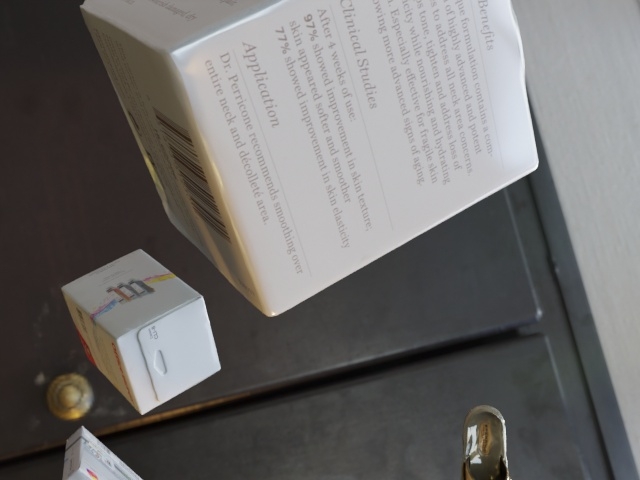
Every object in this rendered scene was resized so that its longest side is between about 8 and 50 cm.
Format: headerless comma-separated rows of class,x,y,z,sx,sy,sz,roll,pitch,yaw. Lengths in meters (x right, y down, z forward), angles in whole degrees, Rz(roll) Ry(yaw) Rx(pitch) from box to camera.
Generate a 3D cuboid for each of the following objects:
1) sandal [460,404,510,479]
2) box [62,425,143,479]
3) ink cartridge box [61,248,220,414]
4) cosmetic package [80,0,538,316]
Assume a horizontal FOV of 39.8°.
sandal,0.213,0.300,1.117,0.072,0.180,0.049,-1,172,-5
box,-0.323,0.368,1.338,0.038,0.145,0.186,-45,-164,-6
ink cartridge box,-0.238,0.117,1.177,0.127,0.128,0.176,-27,-144,-27
cosmetic package,-0.010,-0.184,1.058,0.393,0.330,0.327,-28,-149,-17
